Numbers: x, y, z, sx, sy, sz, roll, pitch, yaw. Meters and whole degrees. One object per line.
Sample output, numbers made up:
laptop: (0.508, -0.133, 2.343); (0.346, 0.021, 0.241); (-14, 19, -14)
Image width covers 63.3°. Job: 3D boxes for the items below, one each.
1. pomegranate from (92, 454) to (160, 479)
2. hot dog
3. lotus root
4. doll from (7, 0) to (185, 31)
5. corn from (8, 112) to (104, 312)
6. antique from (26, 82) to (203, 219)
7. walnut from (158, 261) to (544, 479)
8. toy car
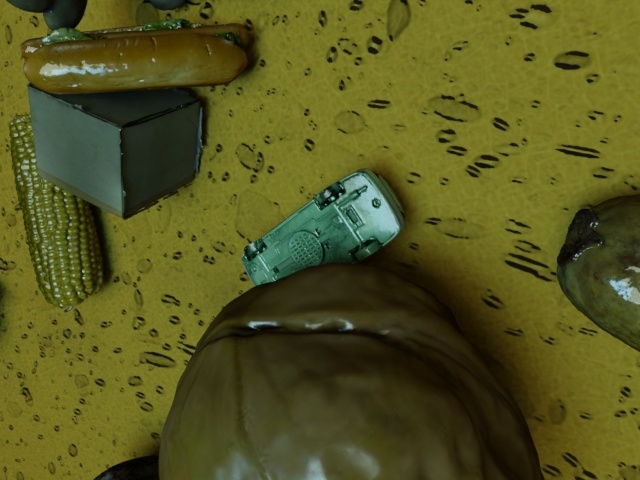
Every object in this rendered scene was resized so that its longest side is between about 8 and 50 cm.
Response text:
pomegranate: (-0.221, 0.488, 0.780); (0.341, 0.284, 0.285); (37, 121, -26)
hot dog: (-0.207, -0.215, 0.596); (0.250, 0.100, 0.068); (-8, 127, -12)
lotus root: (0.345, 0.051, 0.459); (0.260, 0.128, 0.145); (26, 103, 14)
doll: (-0.196, -0.433, 0.504); (0.383, 0.252, 0.378); (-20, 96, 21)
corn: (-0.391, -0.035, 0.778); (0.102, 0.101, 0.310); (1, 103, 24)
antique: (-0.252, -0.123, 0.657); (0.152, 0.147, 0.147); (25, 124, 16)
walnut: (0.039, 0.216, 0.505); (0.308, 0.354, 0.397); (-32, 105, 30)
toy car: (0.000, 0.000, 0.626); (0.224, 0.076, 0.090); (-33, 91, 35)
